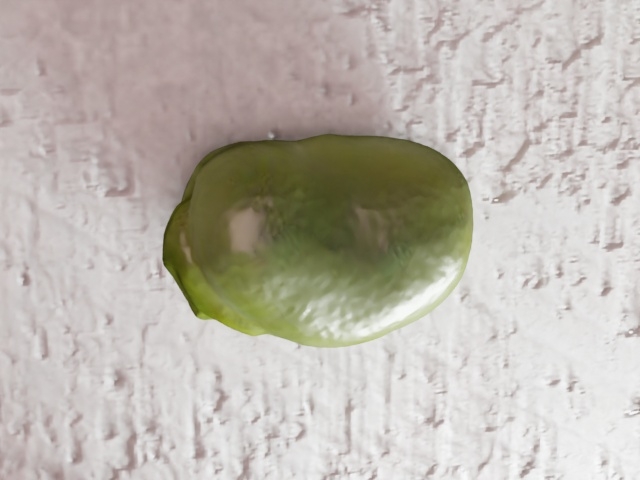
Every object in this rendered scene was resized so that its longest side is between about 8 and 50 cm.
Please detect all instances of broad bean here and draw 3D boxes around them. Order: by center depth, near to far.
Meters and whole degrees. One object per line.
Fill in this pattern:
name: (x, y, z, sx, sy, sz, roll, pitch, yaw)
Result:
broad bean: (0.000, 0.000, 0.729, 0.174, 0.082, 0.124, 8, 104, -12)
